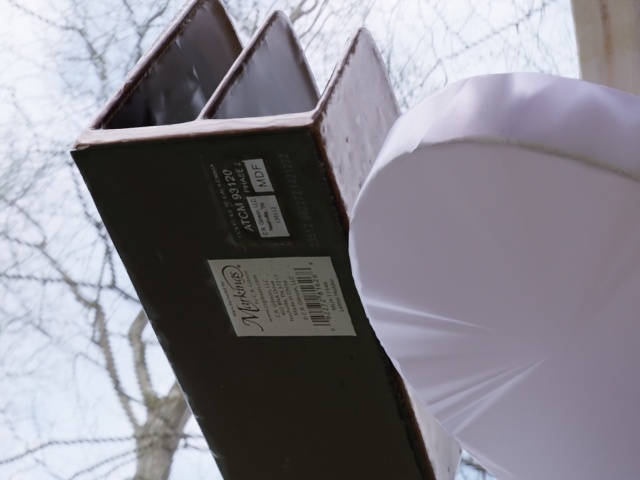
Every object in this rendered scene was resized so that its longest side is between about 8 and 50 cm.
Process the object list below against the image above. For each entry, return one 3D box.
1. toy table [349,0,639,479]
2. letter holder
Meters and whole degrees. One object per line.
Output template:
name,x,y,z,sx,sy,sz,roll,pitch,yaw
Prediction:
toy table,0.135,0.001,0.456,0.252,0.161,0.274,4,-36,33
letter holder,0.000,0.000,0.851,0.152,0.214,0.302,-3,-54,23
